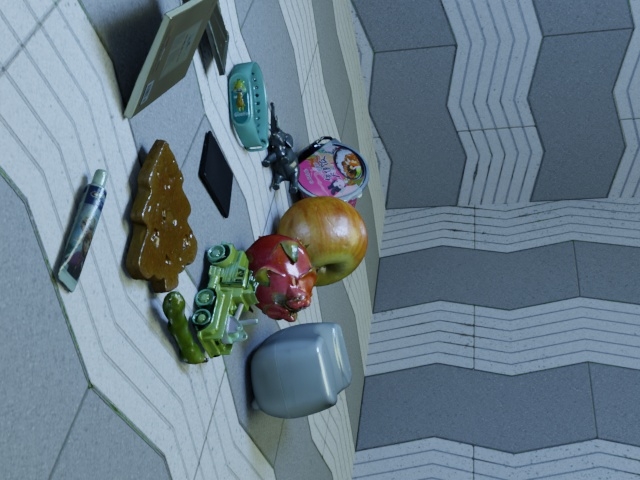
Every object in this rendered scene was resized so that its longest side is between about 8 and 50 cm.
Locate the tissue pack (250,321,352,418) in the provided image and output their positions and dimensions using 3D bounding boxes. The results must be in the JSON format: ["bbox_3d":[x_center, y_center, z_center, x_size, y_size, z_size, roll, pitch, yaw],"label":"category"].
[{"bbox_3d":[-0.062,0.352,2.266,0.333,0.236,0.229,-22,100,-77],"label":"tissue pack"}]

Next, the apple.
[{"bbox_3d":[0.000,0.000,2.476,0.286,0.286,0.233,67,5,-57],"label":"apple"}]

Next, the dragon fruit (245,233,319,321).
[{"bbox_3d":[-0.110,0.099,2.139,0.224,0.224,0.227,72,15,-48],"label":"dragon fruit"}]

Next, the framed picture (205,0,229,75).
[{"bbox_3d":[-0.260,-0.558,1.947,0.209,0.019,0.281,-93,172,-51],"label":"framed picture"}]

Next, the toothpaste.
[{"bbox_3d":[-0.385,-0.022,1.350,0.062,0.037,0.216,68,28,-58],"label":"toothpaste"}]

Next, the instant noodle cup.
[{"bbox_3d":[0.027,-0.177,2.762,0.182,0.258,0.302,95,2,-54],"label":"instant noodle cup"}]

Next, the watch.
[{"bbox_3d":[-0.189,-0.358,2.203,0.195,0.068,0.237,2,82,-79],"label":"watch"}]

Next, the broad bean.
[{"bbox_3d":[-0.281,0.187,1.696,0.256,0.052,0.052,79,1,-48],"label":"broad bean"}]

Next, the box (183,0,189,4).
[{"bbox_3d":[-0.292,-0.517,1.864,0.048,0.025,0.115,62,28,-65],"label":"box"}]

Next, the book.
[{"bbox_3d":[-0.285,-0.376,1.622,0.217,0.021,0.310,-60,-177,28],"label":"book"}]

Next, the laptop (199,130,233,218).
[{"bbox_3d":[-0.250,-0.159,2.005,0.197,0.016,0.135,70,21,-57],"label":"laptop"}]

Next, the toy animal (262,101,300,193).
[{"bbox_3d":[-0.121,-0.258,2.436,0.137,0.082,0.270,-79,157,-55],"label":"toy animal"}]

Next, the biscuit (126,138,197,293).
[{"bbox_3d":[-0.314,-0.047,1.631,0.278,0.043,0.302,-6,96,-75],"label":"biscuit"}]

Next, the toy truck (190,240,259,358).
[{"bbox_3d":[-0.202,0.134,1.891,0.128,0.135,0.260,72,17,-50],"label":"toy truck"}]
